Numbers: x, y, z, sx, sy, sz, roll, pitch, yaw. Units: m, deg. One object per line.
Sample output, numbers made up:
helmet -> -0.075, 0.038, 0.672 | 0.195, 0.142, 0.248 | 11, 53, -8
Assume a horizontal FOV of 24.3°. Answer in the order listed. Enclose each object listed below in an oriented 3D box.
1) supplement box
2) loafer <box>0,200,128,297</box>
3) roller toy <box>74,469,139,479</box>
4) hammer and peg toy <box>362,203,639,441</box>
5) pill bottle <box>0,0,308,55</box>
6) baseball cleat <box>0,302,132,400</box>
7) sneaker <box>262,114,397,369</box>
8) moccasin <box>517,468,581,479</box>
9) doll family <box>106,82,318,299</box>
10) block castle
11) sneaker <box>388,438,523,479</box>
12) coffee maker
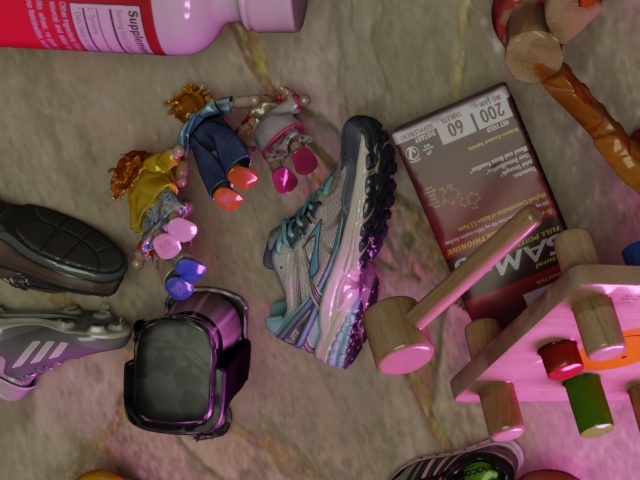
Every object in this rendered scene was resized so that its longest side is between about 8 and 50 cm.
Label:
supplement box -> 0.180, -0.030, 1.553 | 0.130, 0.073, 0.239 | -23, 97, 10
loafer -> -0.336, 0.009, 1.623 | 0.267, 0.096, 0.084 | 22, 121, 9
roller toy -> -0.228, 0.368, 1.631 | 0.191, 0.146, 0.209 | 36, 101, -1
hammer and peg toy -> 0.243, 0.092, 1.414 | 0.361, 0.266, 0.127 | 3, 59, -26
pill bottle -> -0.218, -0.301, 1.474 | 0.407, 0.229, 0.229 | 3, 100, 6
baseball cleat -> -0.304, 0.124, 1.646 | 0.205, 0.072, 0.109 | 4, 108, 15
sneaker -> 0.000, 0.000, 1.541 | 0.122, 0.110, 0.283 | 16, 116, 12
moccasin -> 0.234, 0.432, 1.588 | 0.139, 0.147, 0.380 | 10, 101, 5
doll family -> -0.132, -0.080, 1.543 | 0.263, 0.163, 0.118 | -43, 131, 11
block castle -> 0.405, -0.250, 1.408 | 0.453, 0.213, 0.303 | -40, 104, 23
sneaker -> 0.138, 0.265, 1.607 | 0.170, 0.075, 0.063 | -22, 97, 10
coffee maker -> -0.131, 0.146, 1.565 | 0.120, 0.178, 0.171 | -20, 97, 10
